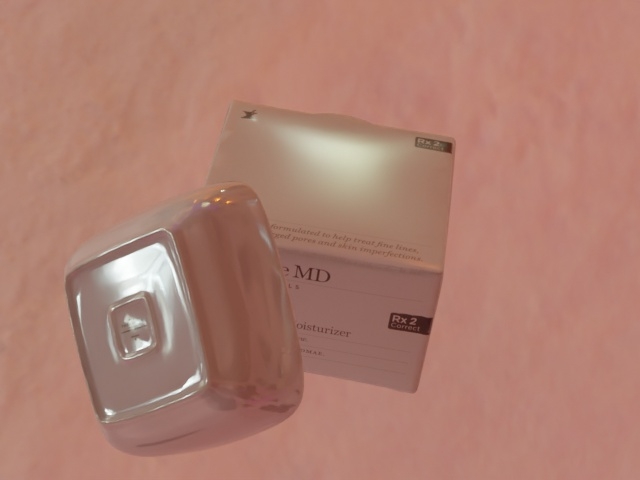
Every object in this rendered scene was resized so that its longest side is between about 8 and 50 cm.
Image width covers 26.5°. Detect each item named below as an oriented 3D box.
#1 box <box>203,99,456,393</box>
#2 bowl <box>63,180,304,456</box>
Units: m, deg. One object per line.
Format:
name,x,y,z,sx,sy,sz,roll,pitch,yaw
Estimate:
box,0.000,0.000,1.015,0.181,0.119,0.182,10,37,1
bowl,-0.084,0.046,0.748,0.142,0.053,0.142,-21,79,34
